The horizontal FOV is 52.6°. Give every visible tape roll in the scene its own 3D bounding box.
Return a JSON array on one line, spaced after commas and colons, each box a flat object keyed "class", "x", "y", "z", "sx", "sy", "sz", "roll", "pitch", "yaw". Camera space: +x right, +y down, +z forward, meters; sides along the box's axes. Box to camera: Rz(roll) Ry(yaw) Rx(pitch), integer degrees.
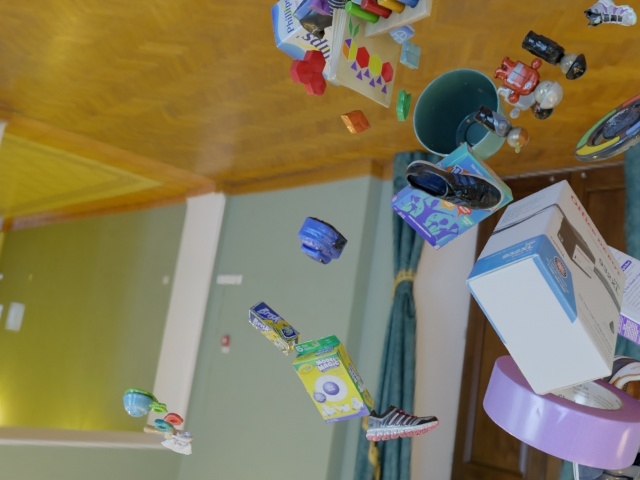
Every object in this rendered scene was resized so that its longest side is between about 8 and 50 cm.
[{"class": "tape roll", "x": 0.446, "y": 0.307, "z": 1.193, "sx": 0.275, "sy": 0.090, "sz": 0.275, "roll": 14, "pitch": -170, "yaw": -3}]

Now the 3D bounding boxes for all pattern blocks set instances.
[{"class": "pattern blocks set", "x": 0.081, "y": -0.347, "z": 1.235, "sx": 0.026, "sy": 0.285, "sz": 0.325, "roll": 6, "pitch": 166, "yaw": 44}]

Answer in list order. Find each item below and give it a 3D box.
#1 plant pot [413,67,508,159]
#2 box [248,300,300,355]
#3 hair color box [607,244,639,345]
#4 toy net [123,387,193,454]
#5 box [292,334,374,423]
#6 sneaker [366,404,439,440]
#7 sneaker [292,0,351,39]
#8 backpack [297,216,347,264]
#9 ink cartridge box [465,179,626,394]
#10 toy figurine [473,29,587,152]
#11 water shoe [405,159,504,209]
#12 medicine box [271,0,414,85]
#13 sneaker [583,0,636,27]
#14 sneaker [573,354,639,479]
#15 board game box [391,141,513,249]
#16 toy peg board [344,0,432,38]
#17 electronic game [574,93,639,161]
[{"class": "plant pot", "x": 0.494, "y": -0.392, "z": 2.167, "sx": 0.293, "sy": 0.293, "sz": 0.235, "roll": 1, "pitch": 170, "yaw": 35}, {"class": "box", "x": -0.134, "y": 0.249, "z": 1.860, "sx": 0.169, "sy": 0.054, "sz": 0.059, "roll": 36, "pitch": 142, "yaw": 29}, {"class": "hair color box", "x": 0.825, "y": 0.142, "z": 1.792, "sx": 0.339, "sy": 0.185, "sz": 0.110, "roll": 35, "pitch": 157, "yaw": 36}, {"class": "toy net", "x": -0.324, "y": 0.390, "z": 1.388, "sx": 0.122, "sy": 0.045, "sz": 0.232, "roll": -9, "pitch": 136, "yaw": 21}, {"class": "box", "x": 0.021, "y": 0.273, "z": 1.281, "sx": 0.105, "sy": 0.179, "sz": 0.043, "roll": -20, "pitch": -163, "yaw": 25}, {"class": "sneaker", "x": 0.187, "y": 0.414, "z": 1.498, "sx": 0.170, "sy": 0.075, "sz": 0.063, "roll": -10, "pitch": 150, "yaw": 7}, {"class": "sneaker", "x": 0.039, "y": -0.524, "z": 1.395, "sx": 0.090, "sy": 0.081, "sz": 0.232, "roll": 39, "pitch": 144, "yaw": -22}, {"class": "backpack", "x": 0.000, "y": 0.000, "z": 1.683, "sx": 0.098, "sy": 0.101, "sz": 0.120, "roll": 19, "pitch": 165, "yaw": 33}, {"class": "ink cartridge box", "x": 0.387, "y": 0.065, "z": 1.078, "sx": 0.129, "sy": 0.223, "sz": 0.307, "roll": -29, "pitch": -171, "yaw": 37}, {"class": "toy figurine", "x": 0.457, "y": -0.322, "z": 1.414, "sx": 0.148, "sy": 0.213, "sz": 0.209, "roll": 34, "pitch": 144, "yaw": 13}, {"class": "water shoe", "x": 0.265, "y": -0.098, "z": 1.297, "sx": 0.203, "sy": 0.073, "sz": 0.080, "roll": 17, "pitch": -151, "yaw": 7}, {"class": "medicine box", "x": 0.060, "y": -0.601, "z": 1.773, "sx": 0.289, "sy": 0.149, "sz": 0.263, "roll": -28, "pitch": 148, "yaw": 33}, {"class": "sneaker", "x": 0.532, "y": -0.413, "z": 1.208, "sx": 0.069, "sy": 0.098, "sz": 0.038, "roll": -28, "pitch": 129, "yaw": -4}, {"class": "sneaker", "x": 0.603, "y": 0.398, "z": 1.312, "sx": 0.126, "sy": 0.321, "sz": 0.127, "roll": 10, "pitch": 179, "yaw": -3}, {"class": "board game box", "x": 0.285, "y": -0.092, "z": 1.415, "sx": 0.160, "sy": 0.047, "sz": 0.210, "roll": 40, "pitch": 120, "yaw": -21}, {"class": "toy peg board", "x": 0.114, "y": -0.456, "z": 1.118, "sx": 0.079, "sy": 0.161, "sz": 0.160, "roll": 7, "pitch": 177, "yaw": -34}, {"class": "electronic game", "x": 0.642, "y": -0.247, "z": 1.375, "sx": 0.048, "sy": 0.229, "sz": 0.229, "roll": 48, "pitch": 161, "yaw": -8}]
